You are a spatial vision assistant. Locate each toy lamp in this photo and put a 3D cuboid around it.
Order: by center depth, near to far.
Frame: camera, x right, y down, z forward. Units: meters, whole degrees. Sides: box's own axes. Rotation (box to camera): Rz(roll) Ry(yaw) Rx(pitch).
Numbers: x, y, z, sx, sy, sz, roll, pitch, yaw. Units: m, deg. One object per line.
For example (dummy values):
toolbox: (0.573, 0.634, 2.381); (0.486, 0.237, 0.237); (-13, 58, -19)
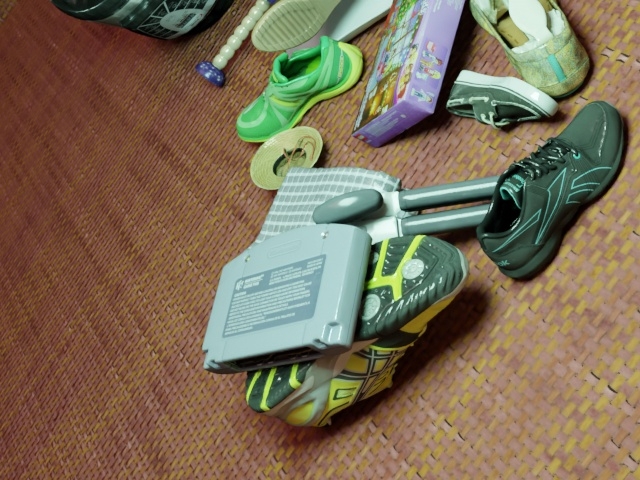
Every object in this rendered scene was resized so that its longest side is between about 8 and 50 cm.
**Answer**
toy lamp: (-0.153, -0.450, 2.142); (0.274, 0.080, 0.080); (-51, 38, 15)

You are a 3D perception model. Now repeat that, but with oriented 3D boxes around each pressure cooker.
pressure cooker: (-0.373, -0.647, 2.269); (0.370, 0.420, 0.375); (21, 103, 32)

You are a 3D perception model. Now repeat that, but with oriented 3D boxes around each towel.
towel: (0.000, 0.000, 1.622); (0.284, 0.121, 0.235); (8, 71, 51)

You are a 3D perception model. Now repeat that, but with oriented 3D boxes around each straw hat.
straw hat: (-0.048, -0.131, 1.814); (0.145, 0.061, 0.144); (-17, 51, 21)

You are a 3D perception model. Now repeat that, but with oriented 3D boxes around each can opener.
can opener: (0.130, -0.042, 1.437); (0.284, 0.095, 0.075); (-9, 80, 19)

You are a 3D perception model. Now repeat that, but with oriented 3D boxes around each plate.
plate: (0.046, -0.469, 1.951); (0.277, 0.045, 0.278); (-30, 45, 34)

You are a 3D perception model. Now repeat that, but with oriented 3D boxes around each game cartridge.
game cartridge: (-0.049, 0.079, 1.441); (0.294, 0.060, 0.196); (-16, 56, 45)

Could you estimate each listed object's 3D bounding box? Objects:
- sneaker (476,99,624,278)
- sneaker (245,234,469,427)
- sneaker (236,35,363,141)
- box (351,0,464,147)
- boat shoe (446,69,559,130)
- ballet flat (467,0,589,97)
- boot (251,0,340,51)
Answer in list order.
sneaker: (0.303, -0.077, 1.343); (0.267, 0.106, 0.101); (-58, 36, -1)
sneaker: (0.065, 0.131, 1.437); (0.385, 0.147, 0.145); (-38, 39, 27)
sneaker: (-0.058, -0.289, 1.881); (0.296, 0.123, 0.109); (-32, 45, 32)
box: (0.150, -0.315, 1.663); (0.201, 0.057, 0.293); (-26, 44, 65)
boat shoe: (0.264, -0.197, 1.498); (0.070, 0.078, 0.219); (-59, 29, -1)
ballet flat: (0.295, -0.348, 1.524); (0.123, 0.123, 0.348); (-42, 40, 21)
boot: (-0.050, -0.447, 1.910); (0.248, 0.090, 0.207); (-38, 29, -7)
